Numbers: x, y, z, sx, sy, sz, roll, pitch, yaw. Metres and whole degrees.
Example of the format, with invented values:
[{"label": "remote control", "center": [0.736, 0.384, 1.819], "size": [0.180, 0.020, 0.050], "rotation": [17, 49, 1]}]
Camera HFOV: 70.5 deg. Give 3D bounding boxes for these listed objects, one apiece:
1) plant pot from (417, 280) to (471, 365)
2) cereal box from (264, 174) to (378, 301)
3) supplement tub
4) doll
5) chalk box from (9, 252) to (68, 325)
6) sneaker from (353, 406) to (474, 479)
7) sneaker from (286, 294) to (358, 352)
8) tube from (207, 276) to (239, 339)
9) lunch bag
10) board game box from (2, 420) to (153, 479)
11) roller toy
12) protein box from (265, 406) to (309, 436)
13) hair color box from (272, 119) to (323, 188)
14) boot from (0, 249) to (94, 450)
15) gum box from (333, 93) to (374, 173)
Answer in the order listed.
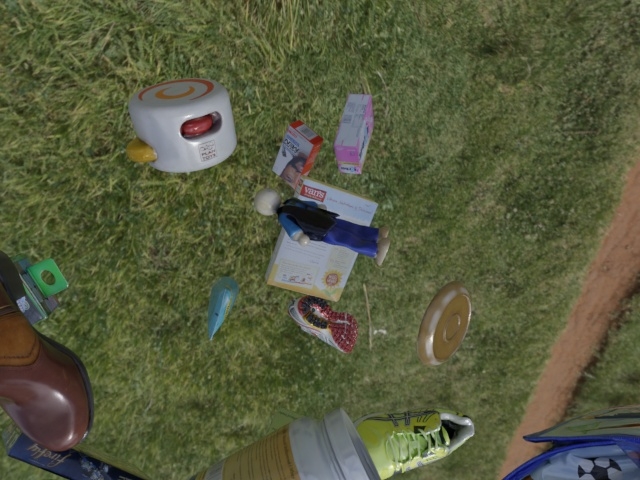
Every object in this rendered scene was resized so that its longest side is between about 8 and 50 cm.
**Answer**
[{"label": "plant pot", "center": [0.332, 0.222, 1.178], "size": [0.236, 0.032, 0.237], "rotation": [-20, 119, -41]}, {"label": "cereal box", "center": [0.000, 0.000, 0.970], "size": [0.172, 0.047, 0.240], "rotation": [18, 103, -18]}, {"label": "supplement tub", "center": [-0.038, 0.279, 0.474], "size": [0.199, 0.144, 0.144], "rotation": [-28, 126, -1]}, {"label": "doll", "center": [-0.001, -0.025, 0.619], "size": [0.188, 0.129, 0.046], "rotation": [19, 117, -2]}, {"label": "chalk box", "center": [-0.597, 0.110, 0.861], "size": [0.213, 0.132, 0.133], "rotation": [-30, 103, -17]}, {"label": "sneaker", "center": [0.209, 0.461, 1.066], "size": [0.384, 0.145, 0.147], "rotation": [-3, 159, -41]}, {"label": "sneaker", "center": [0.010, 0.198, 1.098], "size": [0.092, 0.088, 0.225], "rotation": [-7, 138, 47]}, {"label": "tube", "center": [-0.170, 0.103, 0.778], "size": [0.052, 0.207, 0.080], "rotation": [12, 93, -9]}, {"label": "lunch bag", "center": [0.411, 0.367, 0.620], "size": [0.327, 0.239, 0.386], "rotation": [4, 126, -33]}, {"label": "board game box", "center": [-0.413, 0.380, 0.780], "size": [0.243, 0.042, 0.165], "rotation": [40, 150, -24]}, {"label": "roller toy", "center": [-0.270, -0.226, 0.907], "size": [0.191, 0.209, 0.146], "rotation": [2, 127, 9]}, {"label": "protein box", "center": [-0.032, 0.400, 0.676], "size": [0.135, 0.200, 0.201], "rotation": [15, 141, 17]}, {"label": "hair color box", "center": [-0.066, -0.237, 1.261], "size": [0.093, 0.053, 0.167], "rotation": [40, 138, 12]}, {"label": "boot", "center": [-0.321, 0.138, 0.403], "size": [0.096, 0.280, 0.264], "rotation": [-17, 100, -7]}, {"label": "gum box", "center": [0.092, -0.282, 1.181], "size": [0.062, 0.189, 0.107], "rotation": [8, 153, 16]}]
